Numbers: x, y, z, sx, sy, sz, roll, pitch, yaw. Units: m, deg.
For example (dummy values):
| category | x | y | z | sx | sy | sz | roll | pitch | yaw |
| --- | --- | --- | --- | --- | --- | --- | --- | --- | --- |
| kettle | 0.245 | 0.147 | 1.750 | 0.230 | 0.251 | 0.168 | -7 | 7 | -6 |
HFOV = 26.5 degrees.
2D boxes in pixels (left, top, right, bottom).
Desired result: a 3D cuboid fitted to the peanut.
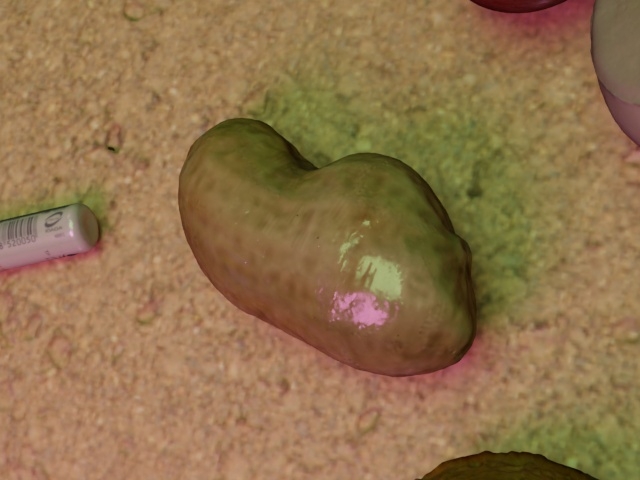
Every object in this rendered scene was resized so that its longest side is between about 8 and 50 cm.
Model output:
| category | x | y | z | sx | sy | sz | roll | pitch | yaw |
| --- | --- | --- | --- | --- | --- | --- | --- | --- | --- |
| peanut | 0.000 | 0.000 | 0.911 | 0.253 | 0.122 | 0.137 | 22 | 84 | 30 |

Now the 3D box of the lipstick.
| category | x | y | z | sx | sy | sz | roll | pitch | yaw |
| --- | --- | --- | --- | --- | --- | --- | --- | --- | --- |
| lipstick | -0.239 | 0.003 | 1.046 | 0.141 | 0.040 | 0.040 | -13 | 71 | 18 |

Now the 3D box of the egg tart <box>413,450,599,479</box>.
| category | x | y | z | sx | sy | sz | roll | pitch | yaw |
| --- | --- | --- | --- | --- | --- | --- | --- | --- | --- |
| egg tart | 0.105 | 0.236 | 0.775 | 0.215 | 0.171 | 0.215 | 0 | 89 | 13 |

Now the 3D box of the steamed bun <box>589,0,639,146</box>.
| category | x | y | z | sx | sy | sz | roll | pitch | yaw |
| --- | --- | --- | --- | --- | --- | --- | --- | --- | --- |
| steamed bun | 0.279 | -0.135 | 0.807 | 0.232 | 0.145 | 0.232 | -42 | 31 | 33 |

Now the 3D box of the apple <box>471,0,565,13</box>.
| category | x | y | z | sx | sy | sz | roll | pitch | yaw |
| --- | --- | --- | --- | --- | --- | --- | --- | --- | --- |
| apple | 0.139 | -0.226 | 0.901 | 0.119 | 0.153 | 0.154 | -2 | 74 | 3 |
